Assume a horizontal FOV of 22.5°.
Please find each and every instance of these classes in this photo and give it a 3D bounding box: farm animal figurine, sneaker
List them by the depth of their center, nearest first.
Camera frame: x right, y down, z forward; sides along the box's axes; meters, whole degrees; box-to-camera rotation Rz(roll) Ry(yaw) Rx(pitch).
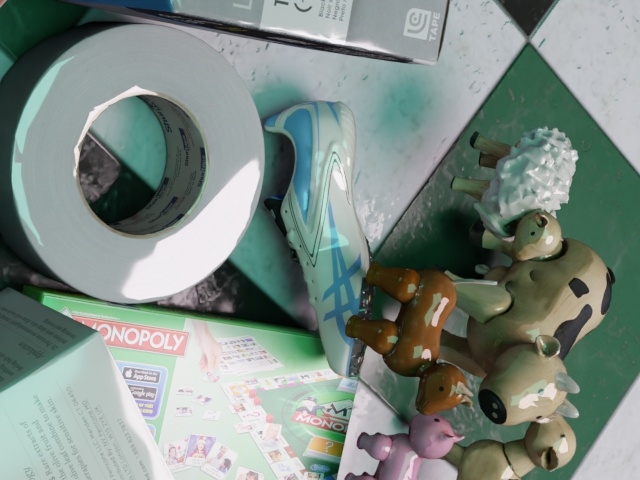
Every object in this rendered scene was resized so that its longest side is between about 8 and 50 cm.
[{"bbox_3d":[0.000,0.000,1.375,0.086,0.085,0.237,-7,90,6],"label":"sneaker"},{"bbox_3d":[0.163,0.113,1.408,0.327,0.172,0.330,-55,150,-30],"label":"farm animal figurine"}]

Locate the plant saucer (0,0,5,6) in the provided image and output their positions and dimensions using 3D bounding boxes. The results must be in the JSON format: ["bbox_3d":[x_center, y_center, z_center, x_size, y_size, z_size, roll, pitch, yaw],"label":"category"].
[{"bbox_3d":[-0.357,-0.203,1.096,0.258,0.048,0.259,54,49,-27],"label":"plant saucer"}]

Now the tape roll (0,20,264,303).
[{"bbox_3d":[-0.155,-0.063,1.274,0.219,0.072,0.219,-6,100,-32],"label":"tape roll"}]

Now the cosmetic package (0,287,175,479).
[{"bbox_3d":[-0.306,0.193,1.084,0.365,0.197,0.155,-32,112,-21],"label":"cosmetic package"}]

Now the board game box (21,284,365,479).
[{"bbox_3d":[-0.119,0.165,1.352,0.317,0.046,0.213,12,91,-34],"label":"board game box"}]

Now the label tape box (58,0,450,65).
[{"bbox_3d":[-0.104,-0.212,1.181,0.333,0.240,0.106,7,96,-33],"label":"label tape box"}]
